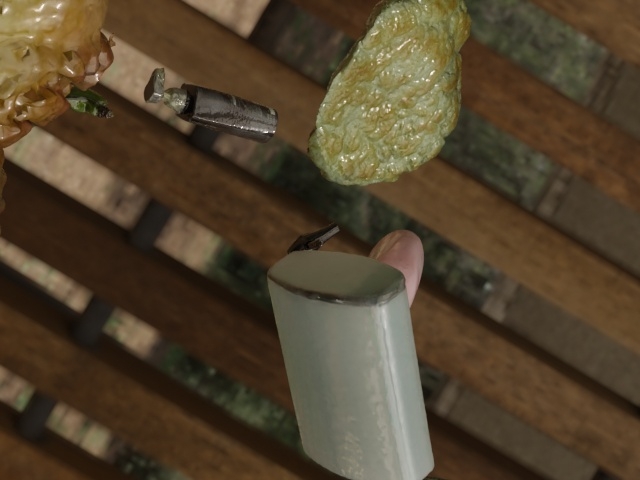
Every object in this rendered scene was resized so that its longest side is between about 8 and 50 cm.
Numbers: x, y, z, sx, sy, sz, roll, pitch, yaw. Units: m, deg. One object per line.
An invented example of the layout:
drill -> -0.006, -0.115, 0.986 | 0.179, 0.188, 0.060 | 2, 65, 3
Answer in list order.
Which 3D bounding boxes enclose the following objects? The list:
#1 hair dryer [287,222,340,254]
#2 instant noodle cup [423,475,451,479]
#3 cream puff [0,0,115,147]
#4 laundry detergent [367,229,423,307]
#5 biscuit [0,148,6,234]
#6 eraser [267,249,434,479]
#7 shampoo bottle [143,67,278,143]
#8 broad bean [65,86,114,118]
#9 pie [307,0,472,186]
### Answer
hair dryer -> 0.000, 0.000, 1.938 | 0.079, 0.031, 0.083 | -32, -171, -18
instant noodle cup -> 0.177, 0.480, 2.077 | 0.214, 0.296, 0.296 | -67, -174, -24
cream puff -> -0.300, -0.164, 0.951 | 0.343, 0.327, 0.231 | -70, 174, -71
laundry detergent -> 0.094, 0.072, 2.117 | 0.335, 0.087, 0.159 | -54, 167, -79
biscuit -> -0.434, -0.051, 1.684 | 0.326, 0.107, 0.326 | -177, -90, -88
eraser -> 0.039, 0.162, 1.835 | 0.104, 0.189, 0.290 | -41, 131, -43
shampoo bottle -> -0.159, -0.193, 2.096 | 0.057, 0.207, 0.064 | 9, -94, 54
broad bean -> -0.385, -0.174, 2.003 | 0.046, 0.195, 0.061 | 86, -11, -64
pie -> 0.084, -0.185, 1.766 | 0.257, 0.105, 0.274 | -24, 141, -40
